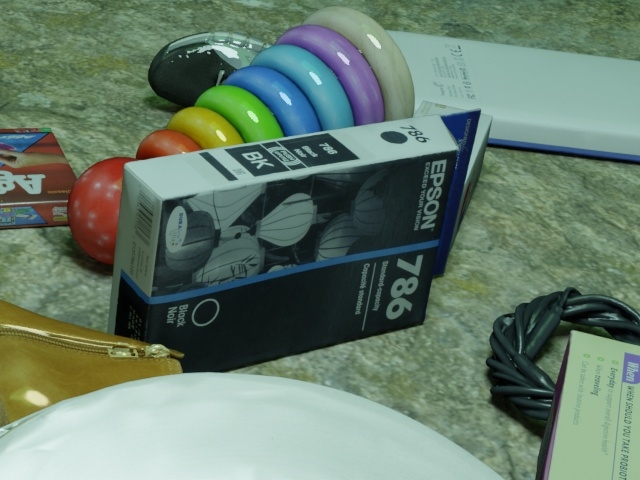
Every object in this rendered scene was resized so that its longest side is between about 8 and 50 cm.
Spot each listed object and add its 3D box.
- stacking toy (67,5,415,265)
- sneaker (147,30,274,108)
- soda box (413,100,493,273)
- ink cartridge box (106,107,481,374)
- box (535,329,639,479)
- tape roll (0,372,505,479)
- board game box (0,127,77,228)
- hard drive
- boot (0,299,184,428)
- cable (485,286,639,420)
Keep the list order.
[{"bbox_3d":[-0.075,-0.075,1.327,0.141,0.141,0.330,31,51,34],"label":"stacking toy"},{"bbox_3d":[-0.051,-0.137,1.508,0.229,0.086,0.132,4,31,-12],"label":"sneaker"},{"bbox_3d":[0.101,-0.055,1.419,0.074,0.069,0.216,14,28,9],"label":"soda box"},{"bbox_3d":[0.000,0.000,1.187,0.333,0.165,0.065,-13,36,-34],"label":"ink cartridge box"},{"bbox_3d":[0.255,0.183,0.982,0.243,0.117,0.213,13,29,8],"label":"box"},{"bbox_3d":[-0.028,0.231,0.754,0.392,0.072,0.392,10,43,-9],"label":"tape roll"},{"bbox_3d":[-0.352,-0.051,1.318,0.281,0.027,0.145,-4,32,-23],"label":"board game box"},{"bbox_3d":[0.212,-0.157,1.669,0.319,0.040,0.210,6,29,-5],"label":"hard drive"},{"bbox_3d":[-0.209,0.081,1.046,0.211,0.104,0.295,3,19,-25],"label":"boot"},{"bbox_3d":[0.203,0.097,1.209,0.151,0.047,0.184,4,31,0],"label":"cable"}]
